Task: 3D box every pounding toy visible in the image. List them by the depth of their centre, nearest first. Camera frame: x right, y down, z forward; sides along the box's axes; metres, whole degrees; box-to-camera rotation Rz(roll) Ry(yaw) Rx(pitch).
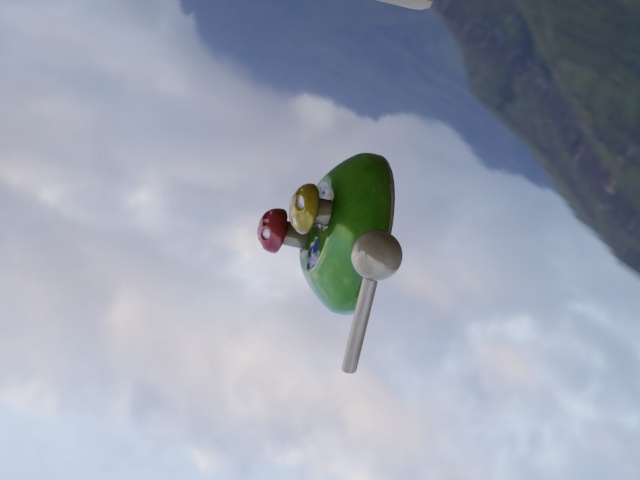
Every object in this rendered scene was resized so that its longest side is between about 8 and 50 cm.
[{"bbox_3d":[0.000,0.000,1.550,0.110,0.183,0.237,12,-147,-17],"label":"pounding toy"}]

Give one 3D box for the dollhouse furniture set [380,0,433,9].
[{"bbox_3d":[-0.017,-0.434,1.027,0.257,0.362,0.394,9,-146,-28],"label":"dollhouse furniture set"}]
